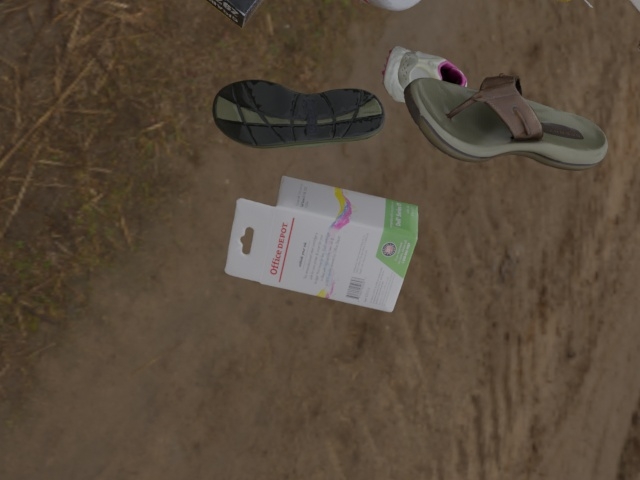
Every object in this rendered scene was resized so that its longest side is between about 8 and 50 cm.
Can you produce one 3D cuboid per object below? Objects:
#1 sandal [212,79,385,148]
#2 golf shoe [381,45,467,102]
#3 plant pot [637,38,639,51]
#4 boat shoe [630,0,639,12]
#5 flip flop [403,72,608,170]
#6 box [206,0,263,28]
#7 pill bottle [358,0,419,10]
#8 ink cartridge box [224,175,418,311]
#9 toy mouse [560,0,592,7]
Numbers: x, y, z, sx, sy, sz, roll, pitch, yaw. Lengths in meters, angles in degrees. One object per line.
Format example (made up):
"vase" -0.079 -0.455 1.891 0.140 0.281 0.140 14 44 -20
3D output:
"sandal" -0.039 -0.209 1.567 0.086 0.302 0.120 112 -18 -80
"golf shoe" 0.245 -0.293 1.813 0.306 0.140 0.115 23 79 -54
"plant pot" 0.729 -0.410 1.574 0.284 0.284 0.191 0 104 -55
"boat shoe" 0.394 -0.435 1.132 0.340 0.158 0.127 31 33 -35
"flip flop" 0.213 -0.140 0.980 0.277 0.080 0.112 7 49 -24
"box" -0.130 -0.548 1.432 0.257 0.079 0.322 37 82 -5
"pill bottle" 0.048 -0.654 1.945 0.229 0.407 0.229 -26 130 -37
"ink cartridge box" 0.000 0.000 1.786 0.119 0.353 0.207 -81 -176 -53
"toy mouse" 0.470 -0.541 1.736 0.031 0.160 0.143 -49 152 -70
